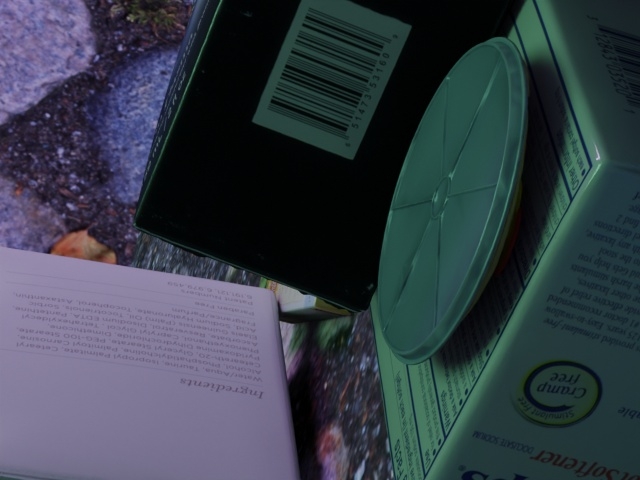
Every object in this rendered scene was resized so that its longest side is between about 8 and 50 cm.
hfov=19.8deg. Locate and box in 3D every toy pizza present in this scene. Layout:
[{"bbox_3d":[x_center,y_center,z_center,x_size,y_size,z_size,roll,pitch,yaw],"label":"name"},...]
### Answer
[{"bbox_3d":[0.085,-0.022,1.084,0.201,0.032,0.201,-164,90,-76],"label":"toy pizza"}]

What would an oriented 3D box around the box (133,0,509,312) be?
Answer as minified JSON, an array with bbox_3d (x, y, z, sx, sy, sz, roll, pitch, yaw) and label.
[{"bbox_3d":[0.006,-0.158,1.302,0.294,0.183,0.296,-86,18,-66],"label":"box"}]

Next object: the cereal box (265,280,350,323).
[{"bbox_3d":[0.000,0.000,1.980,0.240,0.047,0.173,167,118,-73],"label":"cereal box"}]

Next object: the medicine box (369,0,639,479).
[{"bbox_3d":[0.154,0.021,1.140,0.263,0.149,0.289,-95,25,-58],"label":"medicine box"}]

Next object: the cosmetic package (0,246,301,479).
[{"bbox_3d":[-0.221,0.258,1.885,0.393,0.327,0.329,-101,24,-58],"label":"cosmetic package"}]
